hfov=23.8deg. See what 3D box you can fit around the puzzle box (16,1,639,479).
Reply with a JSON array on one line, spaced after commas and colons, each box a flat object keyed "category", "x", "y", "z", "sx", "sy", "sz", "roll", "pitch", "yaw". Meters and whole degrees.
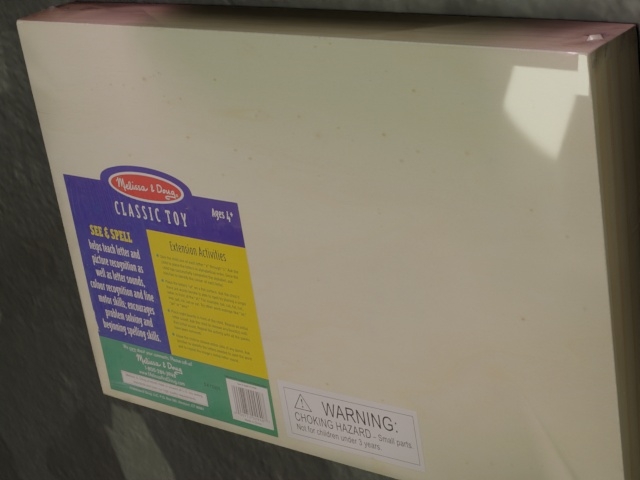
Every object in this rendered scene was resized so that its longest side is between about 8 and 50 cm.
[{"category": "puzzle box", "x": 0.000, "y": 0.000, "z": 0.883, "sx": 0.408, "sy": 0.052, "sz": 0.272, "roll": 10, "pitch": 120, "yaw": 38}]
